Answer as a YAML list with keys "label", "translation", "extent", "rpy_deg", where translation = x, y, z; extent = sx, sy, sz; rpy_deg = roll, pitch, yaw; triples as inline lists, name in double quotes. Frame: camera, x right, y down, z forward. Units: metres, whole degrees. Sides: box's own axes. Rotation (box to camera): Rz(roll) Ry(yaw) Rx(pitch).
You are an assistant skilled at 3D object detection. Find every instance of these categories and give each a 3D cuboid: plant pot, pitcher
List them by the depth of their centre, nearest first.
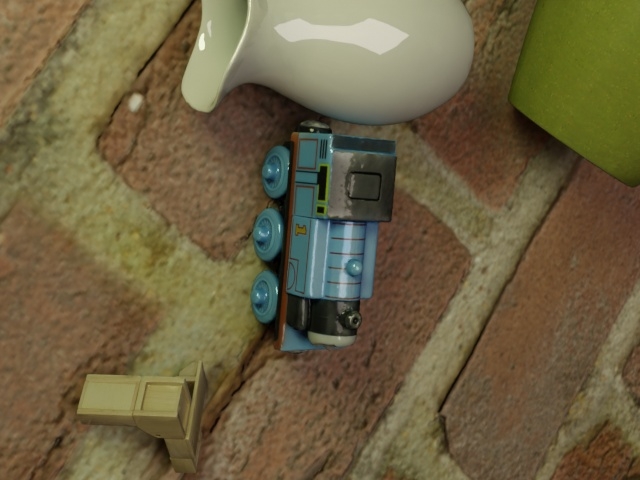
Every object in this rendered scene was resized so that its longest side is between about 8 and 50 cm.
- label: "pitcher"
  translation: [0.009, -0.175, 0.764]
  extent: [0.207, 0.125, 0.177]
  rpy_deg: [0, 98, -30]
- label: "plant pot"
  translation: [0.301, -0.200, 0.876]
  extent: [0.275, 0.274, 0.293]
  rpy_deg: [24, 108, -33]

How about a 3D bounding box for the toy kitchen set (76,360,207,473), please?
- label: "toy kitchen set"
  translation: [-0.128, 0.122, 0.776]
  extent: [0.083, 0.075, 0.068]
  rpy_deg: [84, 10, -49]

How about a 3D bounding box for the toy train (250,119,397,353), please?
- label: "toy train"
  translation: [0.000, 0.000, 0.792]
  extent: [0.080, 0.105, 0.184]
  rpy_deg: [3, 94, -33]
